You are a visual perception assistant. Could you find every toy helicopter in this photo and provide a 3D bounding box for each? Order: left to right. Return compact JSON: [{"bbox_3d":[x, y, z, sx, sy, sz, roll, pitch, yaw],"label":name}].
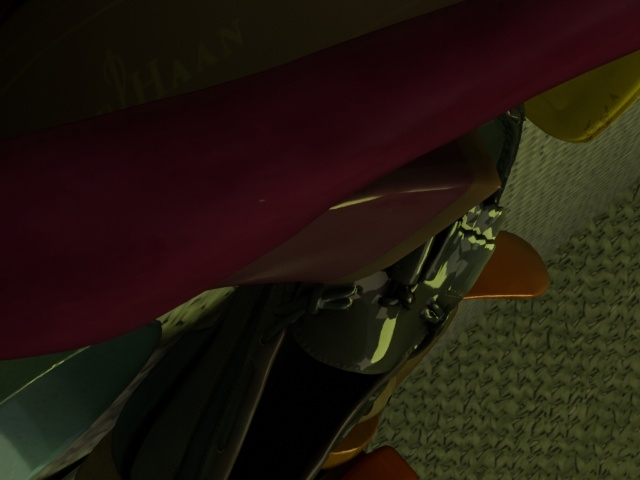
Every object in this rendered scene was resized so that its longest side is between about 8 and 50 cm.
[{"bbox_3d":[-0.012,0.080,1.055,0.235,0.140,0.355,-46,168,20],"label":"toy helicopter"}]

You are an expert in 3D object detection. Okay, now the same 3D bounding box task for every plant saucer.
[{"bbox_3d":[-0.148,0.083,0.777,0.195,0.037,0.195,-40,171,-8],"label":"plant saucer"}]

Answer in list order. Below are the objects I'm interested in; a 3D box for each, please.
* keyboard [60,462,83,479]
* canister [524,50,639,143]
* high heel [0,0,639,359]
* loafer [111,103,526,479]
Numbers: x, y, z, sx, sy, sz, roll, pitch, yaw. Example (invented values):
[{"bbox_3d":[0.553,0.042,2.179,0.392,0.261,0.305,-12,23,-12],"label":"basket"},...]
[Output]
[{"bbox_3d":[-0.225,0.218,1.205,0.256,0.014,0.072,-45,171,25],"label":"keyboard"},{"bbox_3d":[0.150,-0.129,0.822,0.170,0.073,0.126,-46,177,-27],"label":"canister"},{"bbox_3d":[0.021,-0.089,0.330,0.181,0.127,0.377,-2,145,-39],"label":"high heel"},{"bbox_3d":[0.006,0.040,0.776,0.096,0.084,0.267,11,132,-31],"label":"loafer"}]
